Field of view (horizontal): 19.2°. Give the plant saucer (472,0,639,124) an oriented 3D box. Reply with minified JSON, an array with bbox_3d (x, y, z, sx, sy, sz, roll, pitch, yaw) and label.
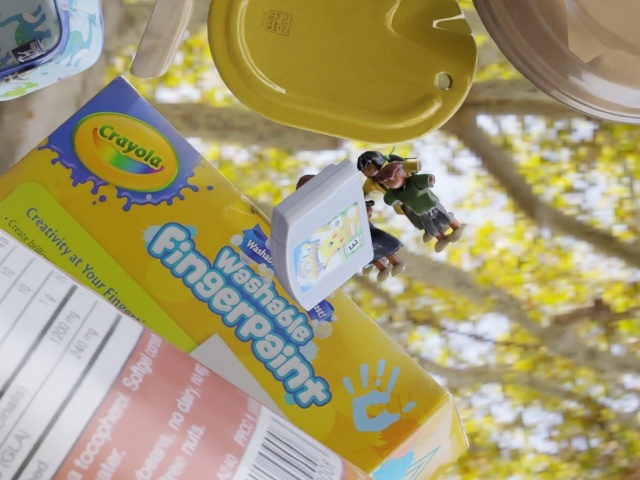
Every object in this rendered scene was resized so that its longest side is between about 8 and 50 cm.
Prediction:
[{"bbox_3d":[0.218,-0.211,1.204,0.041,0.278,0.278,-159,-109,-68],"label":"plant saucer"}]

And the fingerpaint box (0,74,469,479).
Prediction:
[{"bbox_3d":[-0.155,0.137,1.669,0.371,0.163,0.445,-43,-114,-9],"label":"fingerpaint box"}]

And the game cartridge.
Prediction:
[{"bbox_3d":[0.000,0.000,0.971,0.017,0.056,0.083,45,-19,32],"label":"game cartridge"}]

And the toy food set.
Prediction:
[{"bbox_3d":[-0.009,-0.135,1.241,0.071,0.218,0.128,-173,-83,-79],"label":"toy food set"}]

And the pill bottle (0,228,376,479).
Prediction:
[{"bbox_3d":[-0.095,0.056,0.447,0.216,0.121,0.121,34,-60,-5],"label":"pill bottle"}]

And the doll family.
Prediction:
[{"bbox_3d":[0.047,-0.029,1.715,0.111,0.076,0.193,44,-48,-15],"label":"doll family"}]

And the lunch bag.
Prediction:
[{"bbox_3d":[-0.315,-0.257,1.903,0.176,0.090,0.219,-15,-102,29],"label":"lunch bag"}]
